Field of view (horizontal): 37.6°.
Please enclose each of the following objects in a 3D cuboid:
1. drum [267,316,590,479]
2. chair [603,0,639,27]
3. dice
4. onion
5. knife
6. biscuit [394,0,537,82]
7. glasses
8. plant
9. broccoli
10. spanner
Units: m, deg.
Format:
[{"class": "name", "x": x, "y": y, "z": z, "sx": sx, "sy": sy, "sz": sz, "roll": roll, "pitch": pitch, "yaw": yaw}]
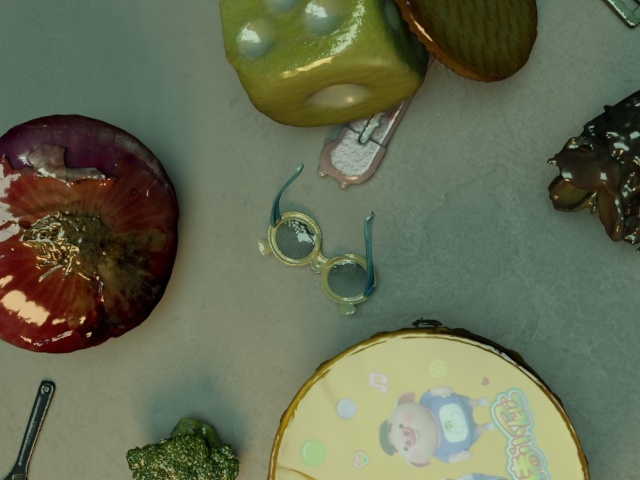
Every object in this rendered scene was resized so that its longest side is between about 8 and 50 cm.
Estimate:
[{"class": "drum", "x": 0.148, "y": 0.320, "z": 1.277, "sx": 0.431, "sy": 0.214, "sz": 0.431, "roll": -1, "pitch": 85, "yaw": 11}, {"class": "chair", "x": 0.401, "y": -0.453, "z": 1.316, "sx": 0.136, "sy": 0.147, "sz": 0.270, "roll": -41, "pitch": 79, "yaw": 5}, {"class": "dice", "x": 0.008, "y": -0.304, "z": 1.310, "sx": 0.226, "sy": 0.238, "sz": 0.233, "roll": -14, "pitch": 77, "yaw": 22}, {"class": "onion", "x": -0.385, "y": -0.013, "z": 1.391, "sx": 0.347, "sy": 0.285, "sz": 0.348, "roll": -5, "pitch": 100, "yaw": -29}, {"class": "knife", "x": 0.124, "y": -0.255, "z": 1.407, "sx": 0.132, "sy": 0.038, "sz": 0.399, "roll": 30, "pitch": 92, "yaw": 13}, {"class": "biscuit", "x": 0.192, "y": -0.367, "z": 1.290, "sx": 0.040, "sy": 0.318, "sz": 0.318, "roll": -18, "pitch": 81, "yaw": 47}, {"class": "glasses", "x": 0.018, "y": -0.019, "z": 1.342, "sx": 0.189, "sy": 0.220, "sz": 0.088, "roll": 37, "pitch": 54, "yaw": 12}, {"class": "plant", "x": 0.425, "y": -0.093, "z": 1.266, "sx": 0.234, "sy": 0.204, "sz": 0.178, "roll": -36, "pitch": 71, "yaw": -5}, {"class": "broccoli", "x": -0.199, "y": 0.334, "z": 1.386, "sx": 0.162, "sy": 0.146, "sz": 0.138, "roll": -7, "pitch": 53, "yaw": 24}, {"class": "spanner", "x": -0.465, "y": 0.321, "z": 1.489, "sx": 0.046, "sy": 0.012, "sz": 0.208, "roll": 18, "pitch": 89, "yaw": 12}]
